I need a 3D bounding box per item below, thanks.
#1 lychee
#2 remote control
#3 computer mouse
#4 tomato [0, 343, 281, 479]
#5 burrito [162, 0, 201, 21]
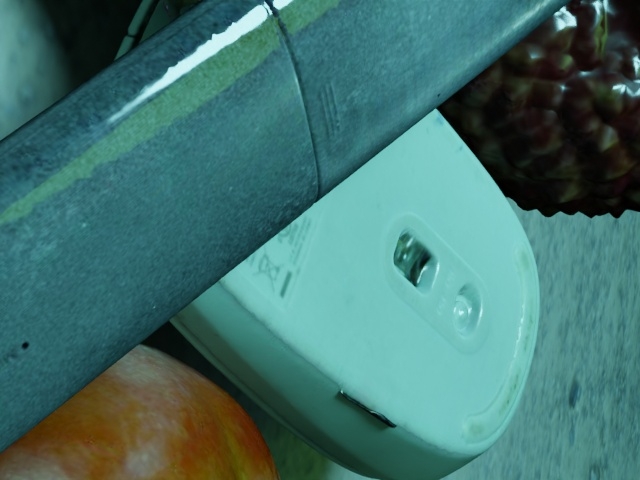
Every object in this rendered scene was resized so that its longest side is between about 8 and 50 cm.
[{"bbox_3d":[0.123,-0.129,0.739,0.271,0.236,0.236,-136,-131,-83],"label":"lychee"},{"bbox_3d":[-0.001,-0.060,0.504,0.377,0.044,0.107,-39,141,-19],"label":"remote control"},{"bbox_3d":[-0.004,0.001,0.645,0.288,0.097,0.159,41,59,-38],"label":"computer mouse"},{"bbox_3d":[-0.065,0.148,0.564,0.225,0.085,0.225,2,90,-64],"label":"tomato"},{"bbox_3d":[-0.022,-0.173,0.546,0.144,0.089,0.229,43,43,-15],"label":"burrito"}]
